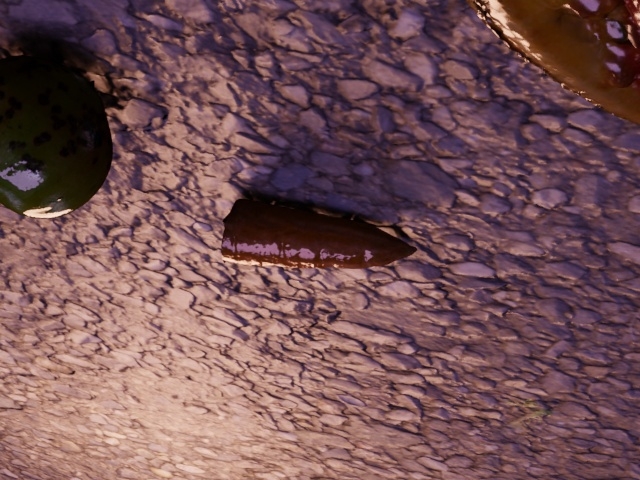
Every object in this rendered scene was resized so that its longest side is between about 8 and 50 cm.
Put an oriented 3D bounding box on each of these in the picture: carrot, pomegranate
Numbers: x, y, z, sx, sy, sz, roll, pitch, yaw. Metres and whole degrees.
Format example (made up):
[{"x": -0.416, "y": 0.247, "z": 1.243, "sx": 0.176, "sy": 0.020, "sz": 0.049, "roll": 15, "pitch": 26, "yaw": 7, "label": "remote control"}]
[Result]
[{"x": 0.000, "y": 0.000, "z": 1.516, "sx": 0.205, "sy": 0.072, "sz": 0.072, "roll": 6, "pitch": 151, "yaw": 6, "label": "carrot"}, {"x": -0.293, "y": -0.085, "z": 1.379, "sx": 0.159, "sy": 0.205, "sz": 0.159, "roll": 45, "pitch": 175, "yaw": 5, "label": "pomegranate"}]

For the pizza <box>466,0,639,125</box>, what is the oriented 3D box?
[{"x": 0.290, "y": -0.193, "z": 0.887, "sx": 0.406, "sy": 0.130, "sz": 0.440, "roll": -20, "pitch": 147, "yaw": 39, "label": "pizza"}]
